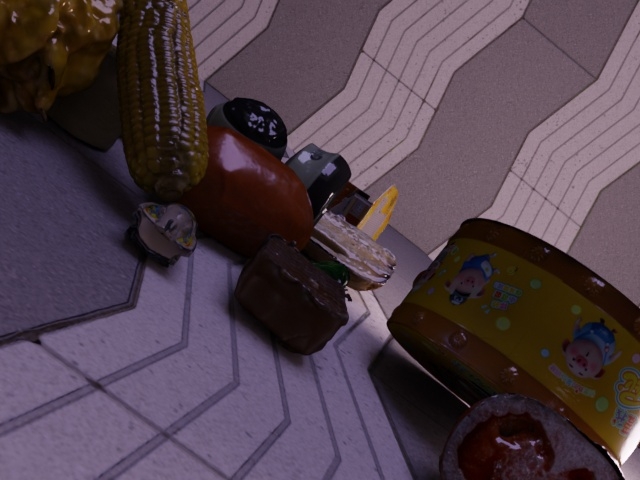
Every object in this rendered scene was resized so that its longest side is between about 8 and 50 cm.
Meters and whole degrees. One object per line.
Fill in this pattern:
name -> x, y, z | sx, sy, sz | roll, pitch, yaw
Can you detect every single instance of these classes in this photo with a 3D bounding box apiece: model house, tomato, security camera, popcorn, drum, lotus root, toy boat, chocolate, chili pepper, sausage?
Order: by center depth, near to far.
tomato -> 0.242, 0.290, 0.860 | 0.214, 0.180, 0.155 | 48, -6, 11
popcorn -> -0.387, -0.279, 0.913 | 0.191, 0.253, 0.190 | 30, -37, 10
toy boat -> -0.192, -0.021, 0.913 | 0.084, 0.066, 0.210 | 38, 9, -9
chocolate -> -0.041, 0.073, 0.954 | 0.148, 0.093, 0.214 | 37, 9, -3
sausage -> -0.124, -0.068, 1.106 | 0.268, 0.153, 0.141 | 32, 51, -28
drum -> 0.327, 0.177, 1.121 | 0.431, 0.214, 0.431 | 40, -9, 7
chili pepper -> -0.012, 0.065, 1.189 | 0.098, 0.061, 0.224 | 26, 10, 13
security camera -> -0.100, -0.140, 1.312 | 0.277, 0.191, 0.197 | 37, 34, 3
lotus root -> -0.001, 0.000, 1.466 | 0.329, 0.078, 0.167 | 37, 29, 10
model house -> 0.071, -0.068, 1.655 | 0.136, 0.219, 0.207 | 36, 8, 19

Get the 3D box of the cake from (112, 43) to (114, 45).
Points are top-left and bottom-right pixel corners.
cake -> -0.482, -0.374, 1.338 | 0.225, 0.109, 0.090 | 40, 10, 3

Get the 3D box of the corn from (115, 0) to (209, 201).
corn -> -0.223, -0.219, 0.983 | 0.120, 0.120, 0.363 | 26, 47, -51

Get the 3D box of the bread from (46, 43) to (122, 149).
bread -> -0.349, -0.236, 1.097 | 0.148, 0.141, 0.134 | 40, 11, 7
